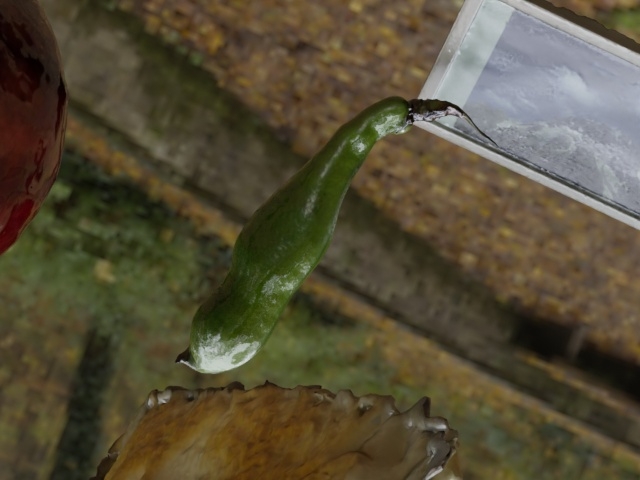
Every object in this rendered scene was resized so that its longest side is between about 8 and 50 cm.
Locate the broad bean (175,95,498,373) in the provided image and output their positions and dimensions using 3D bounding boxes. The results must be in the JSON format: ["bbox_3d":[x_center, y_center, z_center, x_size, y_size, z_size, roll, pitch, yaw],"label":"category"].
[{"bbox_3d":[-0.007,-0.008,1.407,0.098,0.318,0.056,50,-172,20],"label":"broad bean"}]

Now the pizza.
[{"bbox_3d":[-0.105,0.220,1.033,0.080,0.435,0.392,46,-177,-19],"label":"pizza"}]

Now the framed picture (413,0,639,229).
[{"bbox_3d":[0.224,-0.099,1.398,0.281,0.019,0.209,24,148,2],"label":"framed picture"}]

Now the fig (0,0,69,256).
[{"bbox_3d":[-0.219,-0.062,0.594,0.249,0.203,0.186,44,-159,-35],"label":"fig"}]
